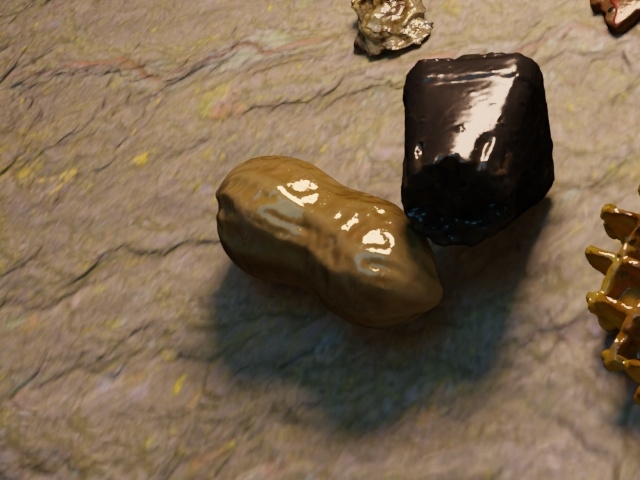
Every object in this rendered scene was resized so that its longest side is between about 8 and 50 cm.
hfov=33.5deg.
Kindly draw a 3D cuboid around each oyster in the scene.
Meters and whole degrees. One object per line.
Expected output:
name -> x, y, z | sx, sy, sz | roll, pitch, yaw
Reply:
oyster -> 0.084, -0.308, 1.396 | 0.108, 0.053, 0.165 | -24, 49, 23

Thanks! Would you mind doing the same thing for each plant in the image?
plant -> 0.157, -0.099, 1.067 | 0.142, 0.164, 0.256 | -4, 34, 18

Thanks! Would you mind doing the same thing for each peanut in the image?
peanut -> 0.000, 0.000, 1.096 | 0.313, 0.149, 0.149 | 29, 69, 38

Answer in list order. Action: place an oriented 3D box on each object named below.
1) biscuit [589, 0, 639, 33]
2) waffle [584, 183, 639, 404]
biscuit -> 0.378, -0.292, 1.235 | 0.130, 0.019, 0.119 | -10, 47, 22
waffle -> 0.359, 0.047, 0.905 | 0.260, 0.069, 0.293 | -23, 46, 12
